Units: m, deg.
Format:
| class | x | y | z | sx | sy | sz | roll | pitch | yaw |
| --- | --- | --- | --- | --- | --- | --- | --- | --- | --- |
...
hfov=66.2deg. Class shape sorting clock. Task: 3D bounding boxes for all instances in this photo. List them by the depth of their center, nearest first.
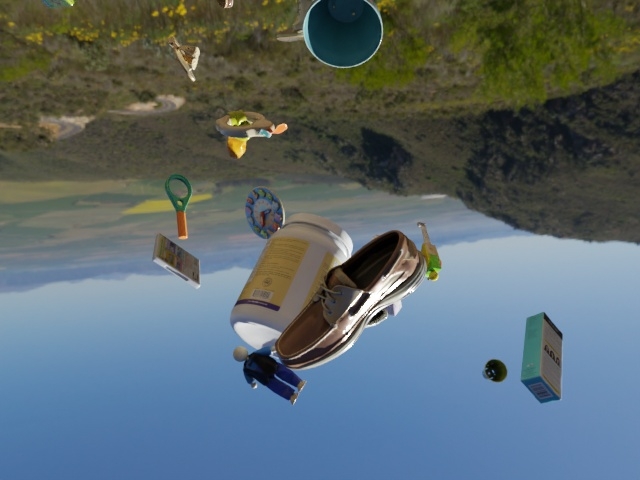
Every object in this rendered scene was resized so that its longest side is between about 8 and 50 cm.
| class | x | y | z | sx | sy | sz | roll | pitch | yaw |
| --- | --- | --- | --- | --- | --- | --- | --- | --- | --- |
| shape sorting clock | -0.217 | -0.104 | 1.872 | 0.206 | 0.207 | 0.040 | -7 | -169 | 37 |

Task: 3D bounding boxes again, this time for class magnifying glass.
| class | x | y | z | sx | sy | sz | roll | pitch | yaw |
| --- | --- | --- | --- | --- | --- | --- | --- | --- | --- |
| magnifying glass | -0.466 | -0.116 | 1.630 | 0.092 | 0.231 | 0.026 | 8 | 155 | -42 |

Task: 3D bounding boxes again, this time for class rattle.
| class | x | y | z | sx | sy | sz | roll | pitch | yaw |
| --- | --- | --- | --- | --- | --- | --- | --- | --- | --- |
| rattle | -0.170 | -0.249 | 1.253 | 0.199 | 0.143 | 0.130 | 21 | -156 | 25 |

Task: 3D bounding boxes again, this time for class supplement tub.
| class | x | y | z | sx | sy | sz | roll | pitch | yaw |
| --- | --- | --- | --- | --- | --- | --- | --- | --- | --- |
| supplement tub | -0.064 | 0.118 | 1.276 | 0.240 | 0.332 | 0.241 | 18 | 149 | 11 |

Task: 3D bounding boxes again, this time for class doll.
| class | x | y | z | sx | sy | sz | roll | pitch | yaw |
| --- | --- | --- | --- | --- | --- | --- | --- | --- | --- |
| doll | -0.126 | 0.310 | 1.181 | 0.188 | 0.129 | 0.046 | 30 | -169 | 7 |

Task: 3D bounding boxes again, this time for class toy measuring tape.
| class | x | y | z | sx | sy | sz | roll | pitch | yaw |
| --- | --- | --- | --- | --- | --- | --- | --- | --- | --- |
| toy measuring tape | 0.472 | 0.062 | 2.233 | 0.121 | 0.330 | 0.122 | -3 | 135 | -3 |

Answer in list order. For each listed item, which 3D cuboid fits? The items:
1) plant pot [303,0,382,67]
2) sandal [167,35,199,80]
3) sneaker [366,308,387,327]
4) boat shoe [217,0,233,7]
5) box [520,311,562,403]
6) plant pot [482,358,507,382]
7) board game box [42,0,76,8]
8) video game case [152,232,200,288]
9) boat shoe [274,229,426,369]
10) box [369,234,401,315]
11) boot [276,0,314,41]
| class | x | y | z | sx | sy | sz | roll | pitch | yaw |
| --- | --- | --- | --- | --- | --- | --- | --- | --- | --- |
| plant pot | 0.088 | -0.830 | 1.832 | 0.289 | 0.196 | 0.290 | 4 | 145 | 3 |
| sandal | -0.472 | -0.669 | 1.743 | 0.079 | 0.240 | 0.088 | -35 | 148 | 5 |
| sneaker | 0.084 | 0.238 | 1.514 | 0.262 | 0.100 | 0.121 | -14 | 173 | -13 |
| boat shoe | -0.330 | -0.871 | 1.648 | 0.073 | 0.207 | 0.073 | -15 | 166 | -34 |
| box | 0.620 | 0.322 | 1.370 | 0.060 | 0.100 | 0.244 | -33 | -165 | 40 |
| plant pot | 0.626 | 0.479 | 1.788 | 0.083 | 0.084 | 0.079 | -6 | 158 | -3 |
| board game box | -0.810 | -0.786 | 1.551 | 0.181 | 0.092 | 0.043 | 18 | 157 | 39 |
| video game case | -0.528 | 0.073 | 1.811 | 0.193 | 0.023 | 0.212 | 39 | -170 | -26 |
| boat shoe | 0.041 | 0.097 | 0.883 | 0.324 | 0.116 | 0.123 | -41 | -139 | -8 |
| box | 0.240 | 0.133 | 1.803 | 0.067 | 0.324 | 0.063 | 9 | -143 | 34 |
| boot | -0.087 | -0.904 | 1.984 | 0.213 | 0.165 | 0.077 | -12 | -167 | 0 |
